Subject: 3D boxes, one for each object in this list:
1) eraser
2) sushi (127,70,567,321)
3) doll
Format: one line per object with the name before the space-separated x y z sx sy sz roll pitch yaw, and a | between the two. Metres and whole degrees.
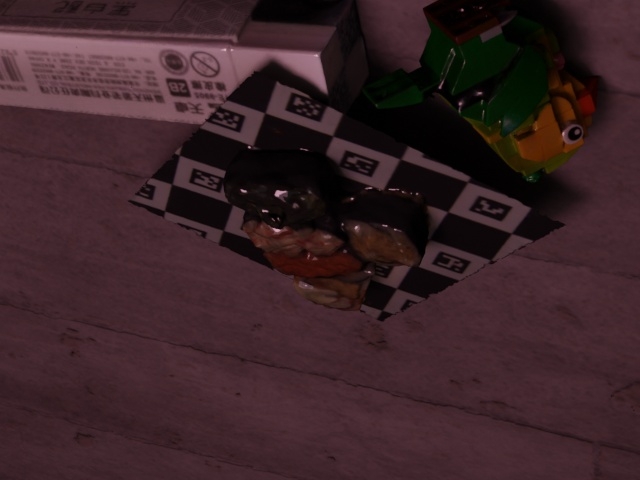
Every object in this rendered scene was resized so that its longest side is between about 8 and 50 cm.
eraser | -0.163 -0.176 1.348 0.404 0.096 0.098 6 135 22
sushi | 0.000 0.000 1.383 0.320 0.069 0.339 26 152 -18
doll | 0.147 -0.125 1.219 0.186 0.106 0.134 31 101 -29
